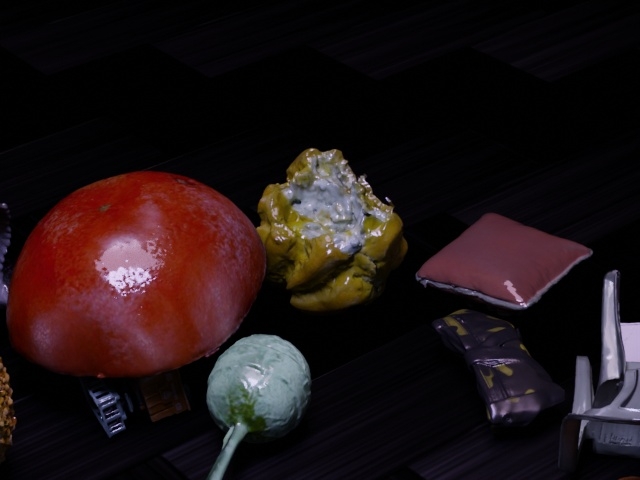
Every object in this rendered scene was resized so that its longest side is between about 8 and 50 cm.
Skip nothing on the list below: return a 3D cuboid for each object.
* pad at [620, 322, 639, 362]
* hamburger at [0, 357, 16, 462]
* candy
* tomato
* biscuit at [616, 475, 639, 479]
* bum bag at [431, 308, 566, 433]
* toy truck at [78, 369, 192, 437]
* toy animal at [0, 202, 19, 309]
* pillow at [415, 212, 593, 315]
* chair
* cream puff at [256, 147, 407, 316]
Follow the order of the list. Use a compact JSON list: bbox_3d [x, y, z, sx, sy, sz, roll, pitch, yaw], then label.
[{"bbox_3d":[0.436,0.160,1.912,0.156,0.004,0.232,-3,31,0],"label":"pad"},{"bbox_3d":[-0.447,0.133,1.782,0.170,0.302,0.302,-30,40,-25],"label":"hamburger"},{"bbox_3d":[-0.119,0.266,1.727,0.119,0.119,0.440,8,41,18],"label":"candy"},{"bbox_3d":[-0.235,0.017,1.927,0.338,0.144,0.338,-8,31,5],"label":"tomato"},{"bbox_3d":[0.307,0.352,1.568,0.202,0.047,0.334,-10,30,-8],"label":"biscuit"},{"bbox_3d":[0.209,0.146,1.907,0.106,0.060,0.232,-2,32,-16],"label":"bum bag"},{"bbox_3d":[-0.236,0.148,1.932,0.115,0.080,0.178,-24,37,-15],"label":"toy truck"},{"bbox_3d":[-0.441,0.037,2.072,0.197,0.272,0.160,0,64,12],"label":"toy animal"},{"bbox_3d":[0.237,0.034,2.072,0.171,0.075,0.179,19,38,32],"label":"pillow"},{"bbox_3d":[0.364,0.166,1.729,0.203,0.191,0.275,4,39,9],"label":"chair"},{"bbox_3d":[0.001,0.003,2.075,0.194,0.195,0.221,-19,46,-24],"label":"cream puff"}]
